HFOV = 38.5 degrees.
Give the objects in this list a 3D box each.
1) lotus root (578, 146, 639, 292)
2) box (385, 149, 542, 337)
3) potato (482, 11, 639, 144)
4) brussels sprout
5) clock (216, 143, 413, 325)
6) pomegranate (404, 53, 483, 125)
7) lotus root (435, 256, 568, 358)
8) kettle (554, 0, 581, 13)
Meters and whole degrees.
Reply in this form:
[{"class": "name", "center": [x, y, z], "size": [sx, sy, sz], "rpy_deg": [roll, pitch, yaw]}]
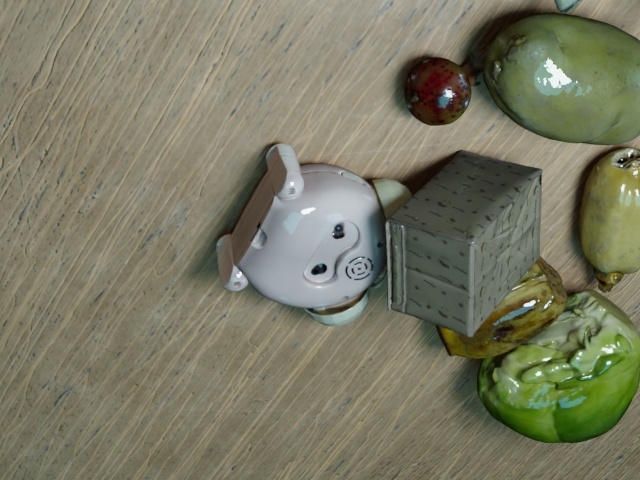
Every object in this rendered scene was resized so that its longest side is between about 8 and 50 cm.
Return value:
[{"class": "lotus root", "center": [0.629, -0.038, 1.917], "size": [0.169, 0.151, 0.343], "rpy_deg": [1, 129, 6]}, {"class": "box", "center": [0.279, -0.002, 1.751], "size": [0.190, 0.297, 0.225], "rpy_deg": [17, 130, 30]}, {"class": "potato", "center": [0.448, -0.290, 1.654], "size": [0.326, 0.243, 0.221], "rpy_deg": [10, 94, -9]}, {"class": "brussels sprout", "center": [0.540, 0.288, 2.035], "size": [0.315, 0.276, 0.371], "rpy_deg": [34, 114, -28]}, {"class": "clock", "center": [0.000, 0.000, 1.804], "size": [0.326, 0.184, 0.342], "rpy_deg": [19, 123, -27]}, {"class": "pomegranate", "center": [0.235, -0.278, 1.686], "size": [0.159, 0.129, 0.129], "rpy_deg": [-15, 125, -2]}, {"class": "lotus root", "center": [0.374, 0.139, 1.962], "size": [0.291, 0.193, 0.193], "rpy_deg": [-34, 123, 14]}, {"class": "kettle", "center": [0.408, -0.550, 1.531], "size": [0.255, 0.165, 0.240], "rpy_deg": [38, 81, -31]}]
